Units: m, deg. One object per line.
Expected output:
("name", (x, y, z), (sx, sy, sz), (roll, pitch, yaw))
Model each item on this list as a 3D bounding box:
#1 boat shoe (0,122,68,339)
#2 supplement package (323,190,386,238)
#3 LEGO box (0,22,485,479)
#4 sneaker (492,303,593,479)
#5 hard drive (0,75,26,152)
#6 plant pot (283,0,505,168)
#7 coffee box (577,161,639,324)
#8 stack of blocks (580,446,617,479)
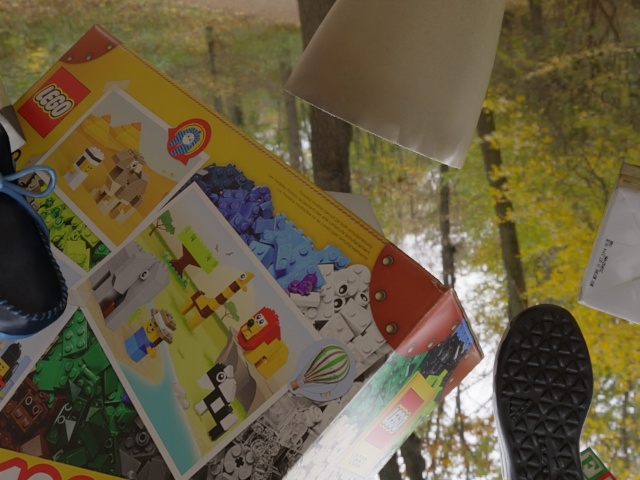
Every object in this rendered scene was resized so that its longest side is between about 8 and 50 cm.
("boat shoe", (-0.254, -0.050, 0.429), (0.089, 0.258, 0.109), (-31, -168, 23))
("supplement package", (0.000, 0.000, 0.903), (0.105, 0.105, 0.179), (-35, 160, 32))
("LEGO box", (-0.166, 0.071, 0.615), (0.500, 0.193, 0.372), (38, -97, 32))
("sneaker", (0.193, 0.171, 0.592), (0.084, 0.235, 0.097), (-1, -176, 4))
("hard drive", (-0.463, -0.051, 0.618), (0.353, 0.047, 0.233), (-35, -138, -9))
("plant pot", (0.122, -0.268, 0.816), (0.256, 0.274, 0.256), (22, -166, -6))
("coffee box", (0.392, -0.006, 0.788), (0.098, 0.141, 0.246), (20, -159, 21))
("stack of blocks", (0.356, 0.467, 1.069), (0.171, 0.297, 0.087), (-23, -121, -20))
